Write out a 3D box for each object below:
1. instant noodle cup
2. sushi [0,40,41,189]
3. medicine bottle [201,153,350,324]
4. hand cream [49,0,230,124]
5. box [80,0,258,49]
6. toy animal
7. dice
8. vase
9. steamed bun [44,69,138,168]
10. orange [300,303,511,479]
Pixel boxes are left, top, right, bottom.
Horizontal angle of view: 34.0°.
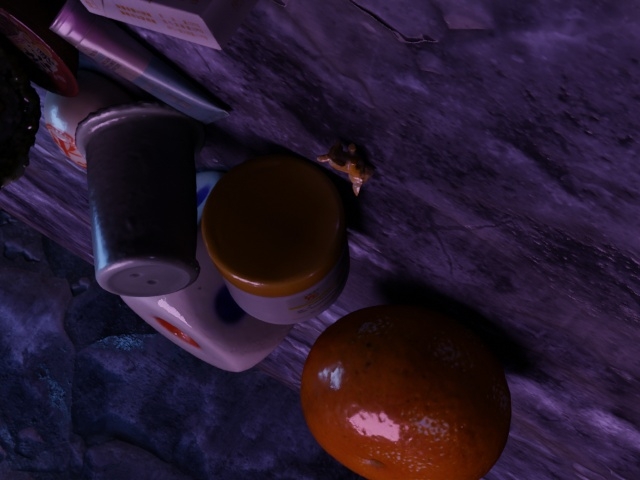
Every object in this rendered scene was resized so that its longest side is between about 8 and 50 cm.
[{"bbox_3d":[-0.505,-0.369,1.815,0.274,0.090,0.274,30,162,11],"label":"instant noodle cup"},{"bbox_3d":[-0.653,-0.196,1.810,0.294,0.352,0.178,43,159,-26],"label":"sushi"},{"bbox_3d":[-0.069,0.003,1.810,0.238,0.238,0.232,28,164,15],"label":"medicine bottle"},{"bbox_3d":[-0.297,-0.282,1.729,0.312,0.070,0.111,35,161,-20],"label":"hand cream"},{"bbox_3d":[-0.173,-0.322,1.247,0.233,0.149,0.067,21,157,33],"label":"box"},{"bbox_3d":[0.041,-0.110,1.609,0.081,0.060,0.083,-11,151,6],"label":"toy animal"},{"bbox_3d":[-0.204,0.063,2.098,0.304,0.304,0.277,42,160,-27],"label":"dice"},{"bbox_3d":[-0.307,-0.065,1.834,0.245,0.291,0.245,-7,155,-3],"label":"vase"},{"bbox_3d":[-0.438,-0.214,2.028,0.232,0.145,0.232,30,163,10],"label":"steamed bun"},{"bbox_3d":[0.171,0.298,2.041,0.424,0.326,0.424,21,149,13],"label":"orange"}]
